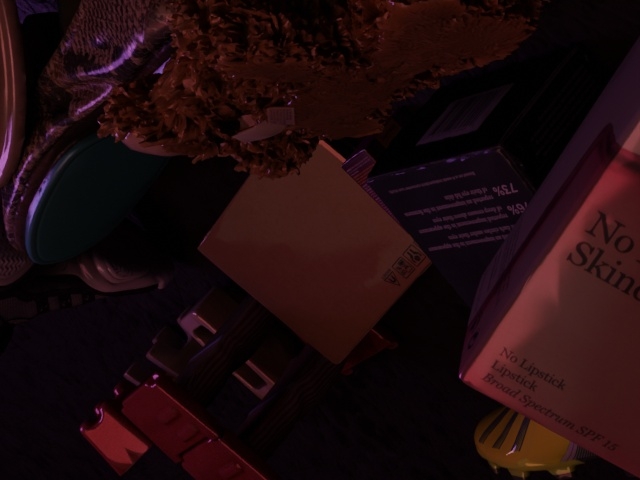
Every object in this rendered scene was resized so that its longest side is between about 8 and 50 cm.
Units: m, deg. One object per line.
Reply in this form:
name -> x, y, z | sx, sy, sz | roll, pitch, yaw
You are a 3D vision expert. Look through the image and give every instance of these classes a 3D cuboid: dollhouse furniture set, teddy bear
dollhouse furniture set -> -0.103, 0.158, 1.625 | 0.152, 0.201, 0.374 | 43, 151, -5
teddy bear -> -0.004, -0.133, 1.094 | 0.245, 0.113, 0.338 | 1, 161, -25

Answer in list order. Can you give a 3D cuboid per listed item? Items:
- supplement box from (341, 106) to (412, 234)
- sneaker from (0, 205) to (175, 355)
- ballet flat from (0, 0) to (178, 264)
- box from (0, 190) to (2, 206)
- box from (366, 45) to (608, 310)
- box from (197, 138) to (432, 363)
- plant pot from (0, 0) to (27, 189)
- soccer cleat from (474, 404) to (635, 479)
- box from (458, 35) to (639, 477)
supplement box -> 0.067, -0.051, 1.272 | 0.083, 0.055, 0.043 | 44, 151, -8
sneaker -> -0.277, 0.046, 1.622 | 0.153, 0.268, 0.101 | -55, 51, 27
ballet flat -> -0.172, -0.148, 1.357 | 0.182, 0.164, 0.483 | 61, 148, 9
box -> -0.414, -0.086, 1.718 | 0.300, 0.142, 0.154 | 22, 147, 31
box -> 0.161, -0.012, 1.155 | 0.207, 0.108, 0.153 | 50, 150, -19
box -> 0.000, 0.000, 1.404 | 0.164, 0.021, 0.201 | 40, 136, 1
plant pot -> -0.447, -0.163, 1.345 | 0.334, 0.305, 0.334 | 35, 133, 48
soccer cleat -> 0.212, 0.128, 1.347 | 0.289, 0.093, 0.121 | -21, 85, 64
box -> 0.203, 0.004, 0.980 | 0.148, 0.127, 0.232 | 28, 122, -3
